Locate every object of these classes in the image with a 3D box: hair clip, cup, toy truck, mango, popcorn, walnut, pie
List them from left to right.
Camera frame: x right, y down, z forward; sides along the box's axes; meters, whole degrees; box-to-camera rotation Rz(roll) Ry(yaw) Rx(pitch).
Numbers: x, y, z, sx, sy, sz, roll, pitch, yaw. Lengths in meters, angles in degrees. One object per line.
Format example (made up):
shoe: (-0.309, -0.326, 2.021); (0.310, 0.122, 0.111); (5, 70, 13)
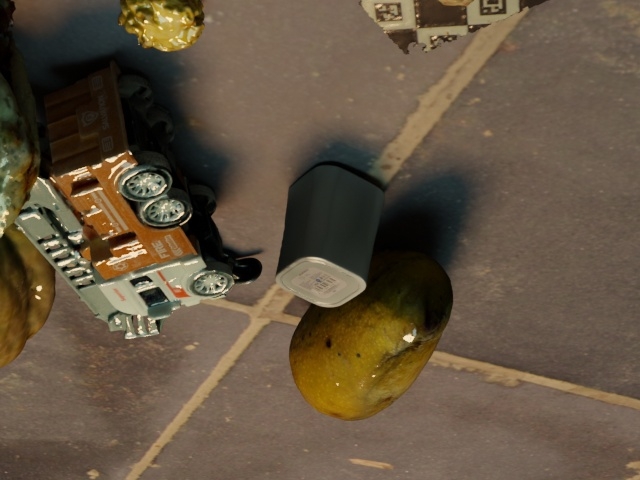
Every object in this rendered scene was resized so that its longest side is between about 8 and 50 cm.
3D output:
pie: (-0.360, -0.092, 1.253); (0.105, 0.257, 0.274); (-1, 157, -46)
walnut: (-0.421, 0.034, 1.466); (0.283, 0.227, 0.283); (-4, 142, -3)
toy truck: (-0.214, -0.023, 1.419); (0.184, 0.133, 0.338); (-18, 145, 5)
popcorn: (-0.147, -0.209, 1.235); (0.082, 0.057, 0.083); (10, 144, -23)
hair clip: (-0.165, 0.063, 1.681); (0.070, 0.039, 0.229); (24, 146, -28)
cup: (0.000, 0.000, 1.485); (0.095, 0.129, 0.128); (28, 143, -23)
mango: (0.063, 0.105, 1.592); (0.176, 0.176, 0.329); (-4, 149, -18)

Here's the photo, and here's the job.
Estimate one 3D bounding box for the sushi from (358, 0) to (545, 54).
sushi: (0.130, -0.259, 1.146); (0.290, 0.050, 0.264); (-18, 142, 29)

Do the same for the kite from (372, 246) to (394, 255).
kite: (0.066, 0.010, 1.606); (0.044, 0.002, 0.078); (-7, 146, 14)
